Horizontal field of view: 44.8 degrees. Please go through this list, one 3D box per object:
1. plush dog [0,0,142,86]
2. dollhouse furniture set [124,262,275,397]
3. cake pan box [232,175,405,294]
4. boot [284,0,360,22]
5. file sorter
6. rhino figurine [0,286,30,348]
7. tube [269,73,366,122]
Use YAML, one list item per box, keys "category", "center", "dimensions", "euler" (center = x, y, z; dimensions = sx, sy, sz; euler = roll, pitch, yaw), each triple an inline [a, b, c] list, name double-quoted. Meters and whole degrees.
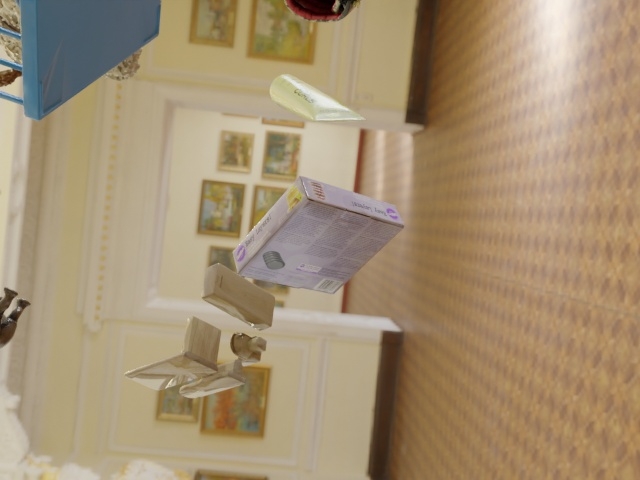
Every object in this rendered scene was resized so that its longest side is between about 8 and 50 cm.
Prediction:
- category: "plush dog"
  center: [-0.410, -0.340, 1.119]
  dimensions: [0.262, 0.210, 0.225]
  euler: [49, 160, 18]
- category: "dollhouse furniture set"
  center: [-0.162, 0.132, 1.076]
  dimensions: [0.123, 0.144, 0.151]
  euler: [-23, 48, 35]
- category: "cake pan box"
  center: [0.000, 0.000, 1.548]
  dimensions: [0.246, 0.266, 0.070]
  euler: [-45, 47, 35]
- category: "boot"
  center: [0.082, -0.325, 0.884]
  dimensions: [0.179, 0.236, 0.085]
  euler: [-56, -46, -26]
- category: "file sorter"
  center: [-0.190, -0.182, 0.531]
  dimensions: [0.170, 0.104, 0.118]
  euler: [-62, -11, -53]
- category: "rhino figurine"
  center: [-0.594, 0.140, 1.366]
  dimensions: [0.243, 0.073, 0.106]
  euler: [-5, 55, 49]
- category: "tube"
  center: [-0.015, -0.234, 1.331]
  dimensions: [0.062, 0.070, 0.240]
  euler: [50, 176, -33]
